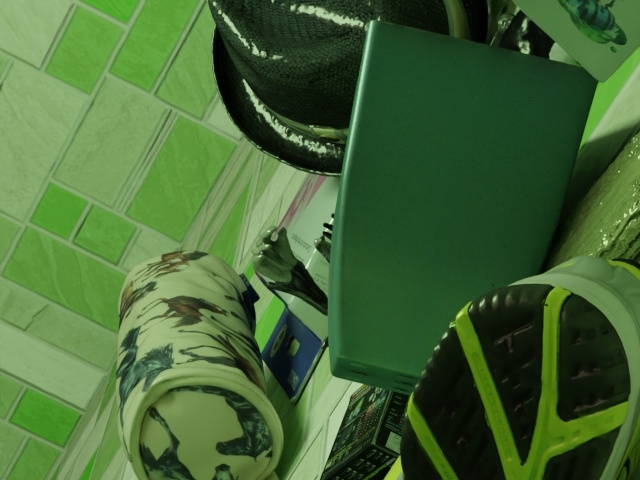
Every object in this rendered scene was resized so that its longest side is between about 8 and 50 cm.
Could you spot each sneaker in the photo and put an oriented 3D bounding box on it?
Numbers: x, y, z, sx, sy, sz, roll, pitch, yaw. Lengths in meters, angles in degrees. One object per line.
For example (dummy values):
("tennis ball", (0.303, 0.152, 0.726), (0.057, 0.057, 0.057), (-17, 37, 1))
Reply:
("sneaker", (0.094, 0.171, 1.074), (0.147, 0.145, 0.385), (-24, -29, -51))

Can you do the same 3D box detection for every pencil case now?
("pencil case", (-0.130, 0.148, 2.047), (0.160, 0.183, 0.410), (-55, 16, 12))

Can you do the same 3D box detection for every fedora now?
("fedora", (0.003, -0.227, 1.945), (0.334, 0.334, 0.152), (-62, -30, 2))

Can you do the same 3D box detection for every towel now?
("towel", (0.189, -0.005, 1.260), (0.148, 0.027, 0.110), (-56, 11, 41))

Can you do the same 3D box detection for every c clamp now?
("c clamp", (0.184, -0.185, 1.816), (0.160, 0.022, 0.137), (-144, 77, -79))

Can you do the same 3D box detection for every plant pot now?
("plant pot", (0.086, -0.008, 1.361), (0.166, 0.165, 0.234), (100, -177, -77))

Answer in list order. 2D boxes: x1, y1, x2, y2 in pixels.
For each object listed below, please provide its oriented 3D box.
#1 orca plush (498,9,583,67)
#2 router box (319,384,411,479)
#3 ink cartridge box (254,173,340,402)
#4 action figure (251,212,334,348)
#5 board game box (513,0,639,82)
("orca plush", (0.188, -0.177, 1.506), (0.151, 0.102, 0.287), (-63, 10, 1))
("router box", (0.049, 0.152, 1.543), (0.122, 0.038, 0.092), (-46, 19, 58))
("ink cartridge box", (0.000, 0.000, 2.143), (0.330, 0.071, 0.324), (-61, 10, 0))
("action figure", (0.036, 0.000, 1.693), (0.164, 0.141, 0.276), (-47, -1, -16))
("board game box", (0.245, -0.265, 1.268), (0.303, 0.097, 0.224), (-48, 13, 12))
